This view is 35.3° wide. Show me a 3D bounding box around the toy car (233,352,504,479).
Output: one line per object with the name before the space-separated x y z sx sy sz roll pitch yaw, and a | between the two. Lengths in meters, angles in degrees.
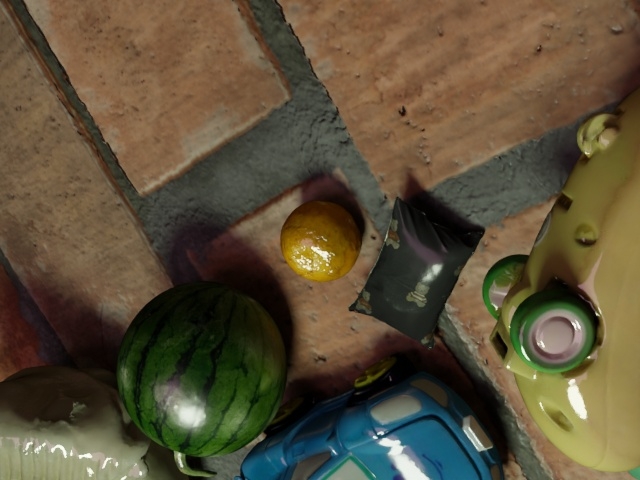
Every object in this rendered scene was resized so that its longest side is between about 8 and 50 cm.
toy car | 0.042 0.255 1.060 0.314 0.166 0.198 -30 98 44

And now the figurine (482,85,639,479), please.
figurine | 0.259 0.023 0.739 0.222 0.124 0.324 23 101 -5

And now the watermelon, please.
watermelon | -0.135 0.152 1.110 0.188 0.188 0.214 22 91 28

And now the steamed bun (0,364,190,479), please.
steamed bun | -0.324 0.283 1.342 0.324 0.219 0.309 -7 127 15

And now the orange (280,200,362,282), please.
orange | 0.000 0.000 1.008 0.083 0.070 0.083 15 129 19

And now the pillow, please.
pillow | 0.090 0.035 0.969 0.090 0.048 0.150 37 130 20
